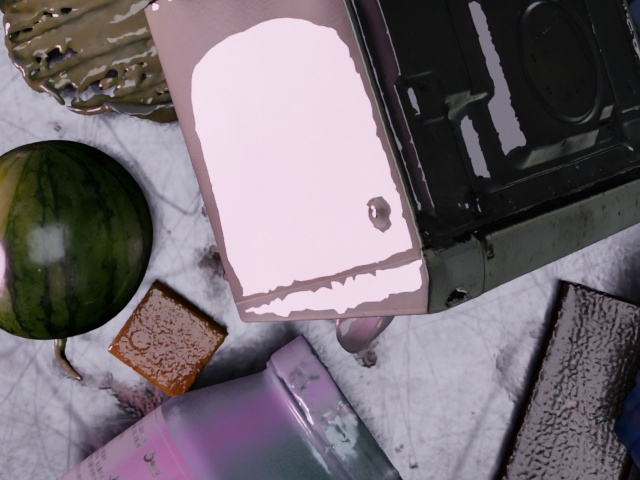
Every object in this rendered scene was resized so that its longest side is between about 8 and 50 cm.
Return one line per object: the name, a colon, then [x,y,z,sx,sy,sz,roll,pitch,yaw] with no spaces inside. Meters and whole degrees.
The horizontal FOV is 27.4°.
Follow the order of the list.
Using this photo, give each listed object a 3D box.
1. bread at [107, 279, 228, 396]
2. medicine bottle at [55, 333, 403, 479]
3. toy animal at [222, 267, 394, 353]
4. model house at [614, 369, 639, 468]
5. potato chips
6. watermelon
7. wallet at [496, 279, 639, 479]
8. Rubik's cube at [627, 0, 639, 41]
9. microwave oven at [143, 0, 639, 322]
bread: [-0.157,0.102,1.343,0.094,0.035,0.090,36,90,-5]
medicine bottle: [-0.077,0.250,1.259,0.290,0.245,0.245,-36,95,-4]
toy animal: [-0.007,0.005,1.302,0.193,0.127,0.178,15,94,-6]
model house: [0.539,0.210,1.174,0.446,0.395,0.400,-18,112,-3]
potato chips: [-0.126,-0.294,1.291,0.389,0.097,0.373,2,86,-3]
watermelon: [-0.253,0.011,1.257,0.188,0.188,0.214,-4,110,-4]
wallet: [0.279,0.175,1.380,0.133,0.039,0.243,18,93,1]
Rubik's cube: [0.350,-0.209,1.311,0.228,0.229,0.233,14,138,30]
microwave oven: [0.105,-0.118,1.137,0.394,0.247,0.333,-19,93,-46]
